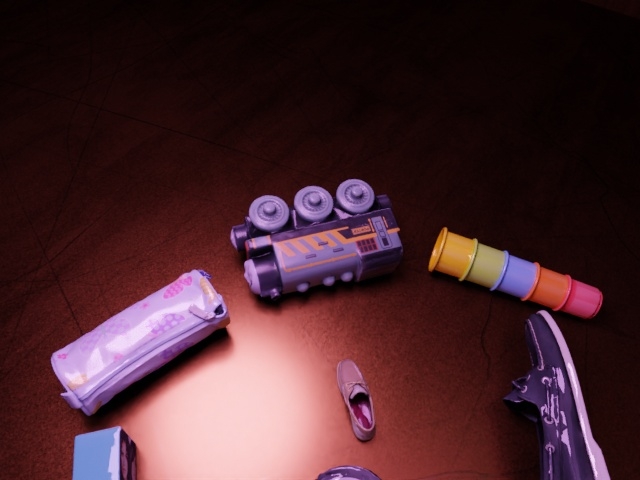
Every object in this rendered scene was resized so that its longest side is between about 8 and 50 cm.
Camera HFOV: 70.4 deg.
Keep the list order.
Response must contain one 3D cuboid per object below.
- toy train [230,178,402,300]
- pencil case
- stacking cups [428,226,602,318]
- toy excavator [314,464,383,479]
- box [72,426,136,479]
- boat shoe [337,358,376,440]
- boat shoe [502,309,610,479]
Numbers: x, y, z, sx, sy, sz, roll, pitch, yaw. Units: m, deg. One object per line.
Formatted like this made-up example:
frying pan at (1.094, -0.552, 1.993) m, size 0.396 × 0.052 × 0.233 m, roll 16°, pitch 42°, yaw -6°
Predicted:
toy train at (0.000, 0.000, 0.886) m, size 0.333 × 0.142 × 0.190 m, roll -13°, pitch 64°, yaw -14°
pencil case at (-0.284, 0.162, 0.745) m, size 0.273 × 0.113 × 0.124 m, roll -32°, pitch 39°, yaw -24°
stacking cups at (0.380, 0.063, 0.888) m, size 0.316 × 0.096 × 0.096 m, roll 17°, pitch 53°, yaw 8°
toy excavator at (0.001, 0.536, 0.458) m, size 0.445 × 0.222 × 0.433 m, roll -37°, pitch 64°, yaw -12°
box at (-0.277, 0.383, 0.588) m, size 0.060 × 0.100 × 0.244 m, roll -9°, pitch 54°, yaw -13°
boat shoe at (0.062, 0.254, 0.747) m, size 0.050 × 0.045 × 0.135 m, roll -12°, pitch 55°, yaw -14°
boat shoe at (0.352, 0.269, 0.719) m, size 0.113 × 0.127 × 0.340 m, roll -11°, pitch 54°, yaw 16°
